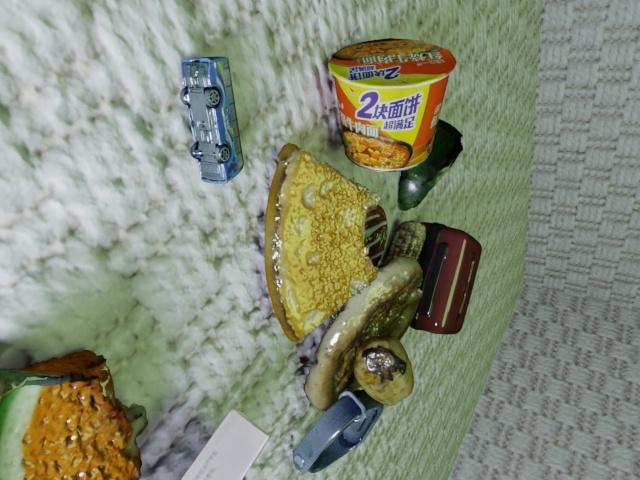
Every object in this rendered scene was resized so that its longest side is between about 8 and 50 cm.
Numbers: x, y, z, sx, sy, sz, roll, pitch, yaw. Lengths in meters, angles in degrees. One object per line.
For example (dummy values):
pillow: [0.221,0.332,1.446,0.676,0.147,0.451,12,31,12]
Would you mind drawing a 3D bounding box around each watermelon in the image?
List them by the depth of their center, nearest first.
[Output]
watermelon: [0.279,-0.215,1.225,0.301,0.123,0.129,-58,176,-29]

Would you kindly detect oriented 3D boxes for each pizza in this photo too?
pizza: [0.000,0.000,0.814,0.223,0.089,0.323,-7,102,-35]

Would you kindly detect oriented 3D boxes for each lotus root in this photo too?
lotus root: [0.125,0.257,0.945,0.110,0.097,0.258,-33,141,-7]

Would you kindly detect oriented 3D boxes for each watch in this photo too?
watch: [0.043,0.396,1.009,0.193,0.068,0.206,-5,131,-48]

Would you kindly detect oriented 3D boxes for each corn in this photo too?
corn: [0.197,0.063,1.191,0.079,0.080,0.236,28,79,-58]

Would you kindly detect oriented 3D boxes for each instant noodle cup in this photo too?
instant noodle cup: [0.121,-0.235,0.848,0.213,0.213,0.174,-48,147,-38]

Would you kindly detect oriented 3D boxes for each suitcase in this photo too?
suitcase: [0.327,0.108,1.335,0.236,0.161,0.296,18,87,-58]

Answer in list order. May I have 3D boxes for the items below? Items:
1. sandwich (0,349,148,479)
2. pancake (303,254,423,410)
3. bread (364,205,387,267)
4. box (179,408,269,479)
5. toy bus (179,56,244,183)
sandwich: [-0.272,0.216,0.474,0.212,0.109,0.292,-55,149,-46]
pancake: [0.110,0.195,1.034,0.382,0.071,0.382,-37,145,-32]
bread: [0.074,-0.003,0.968,0.160,0.073,0.160,-32,130,-49]
box: [-0.200,0.389,0.598,0.343,0.065,0.200,-52,174,-34]
toy bus: [-0.133,-0.150,0.602,0.061,0.051,0.152,-44,136,-50]
